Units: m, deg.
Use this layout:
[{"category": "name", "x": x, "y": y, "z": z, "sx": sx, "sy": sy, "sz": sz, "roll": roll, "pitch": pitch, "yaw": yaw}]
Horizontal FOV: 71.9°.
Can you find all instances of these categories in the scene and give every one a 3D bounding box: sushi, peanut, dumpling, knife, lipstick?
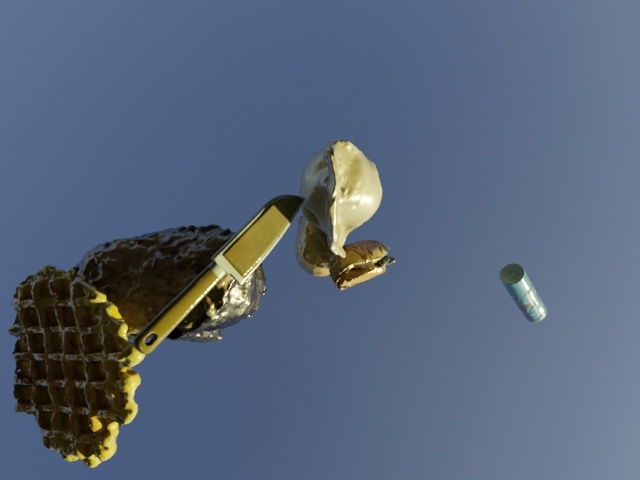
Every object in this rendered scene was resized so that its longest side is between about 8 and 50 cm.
[{"category": "sushi", "x": -0.278, "y": 0.083, "z": 0.799, "sx": 0.349, "sy": 0.171, "sz": 0.211, "roll": -6, "pitch": -101, "yaw": 14}, {"category": "peanut", "x": 0.000, "y": 0.000, "z": 0.966, "sx": 0.109, "sy": 0.141, "sz": 0.159, "roll": -1, "pitch": -108, "yaw": 7}, {"category": "dumpling", "x": 0.032, "y": -0.066, "z": 0.784, "sx": 0.146, "sy": 0.258, "sz": 0.193, "roll": 7, "pitch": -113, "yaw": 11}, {"category": "knife", "x": -0.133, "y": 0.037, "z": 0.658, "sx": 0.061, "sy": 0.027, "sz": 0.343, "roll": 50, "pitch": -119, "yaw": -19}, {"category": "lipstick", "x": 0.404, "y": 0.107, "z": 0.875, "sx": 0.048, "sy": 0.048, "sz": 0.158, "roll": -52, "pitch": -53, "yaw": -10}]

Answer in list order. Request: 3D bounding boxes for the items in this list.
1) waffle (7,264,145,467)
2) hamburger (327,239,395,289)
[{"category": "waffle", "x": -0.411, "y": 0.205, "z": 0.720, "sx": 0.307, "sy": 0.060, "sz": 0.312, "roll": 30, "pitch": -76, "yaw": 20}, {"category": "hamburger", "x": 0.091, "y": 0.035, "z": 0.898, "sx": 0.102, "sy": 0.176, "sz": 0.087, "roll": -31, "pitch": -103, "yaw": 27}]
